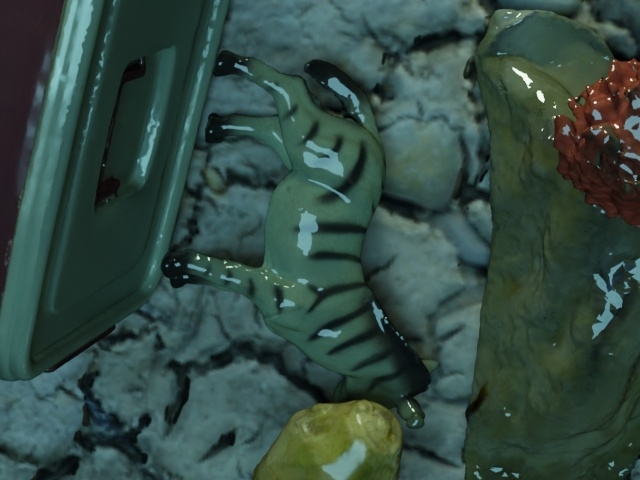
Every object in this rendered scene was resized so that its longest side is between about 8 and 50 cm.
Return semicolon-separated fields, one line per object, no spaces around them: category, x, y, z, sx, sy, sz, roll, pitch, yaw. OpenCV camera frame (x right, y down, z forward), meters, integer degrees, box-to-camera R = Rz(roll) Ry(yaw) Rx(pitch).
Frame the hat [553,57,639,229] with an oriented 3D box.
hat;0.246;-0.037;0.823;0.286;0.107;0.236;8;102;-23

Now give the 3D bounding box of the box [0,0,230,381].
box;-0.173;-0.088;0.896;0.168;0.193;0.294;20;111;12

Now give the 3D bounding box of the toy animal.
toy animal;-0.001;0.002;0.946;0.176;0.073;0.216;13;105;3

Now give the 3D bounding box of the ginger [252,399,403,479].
ginger;-0.027;0.300;1.029;0.348;0.122;0.363;-23;111;28

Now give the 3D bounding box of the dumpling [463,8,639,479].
dumpling;0.162;0.036;0.911;0.166;0.086;0.332;4;112;15
